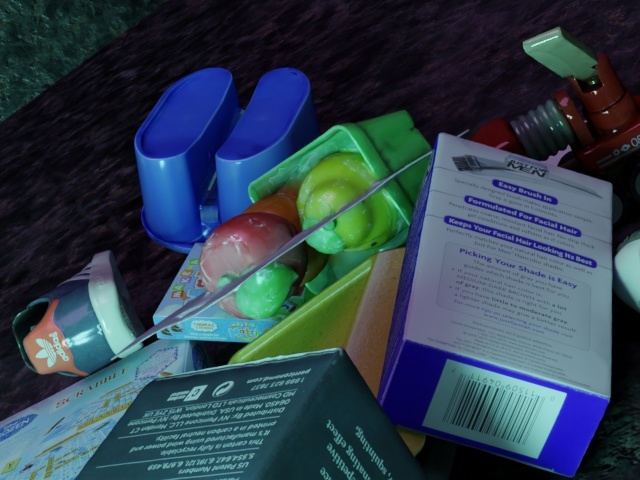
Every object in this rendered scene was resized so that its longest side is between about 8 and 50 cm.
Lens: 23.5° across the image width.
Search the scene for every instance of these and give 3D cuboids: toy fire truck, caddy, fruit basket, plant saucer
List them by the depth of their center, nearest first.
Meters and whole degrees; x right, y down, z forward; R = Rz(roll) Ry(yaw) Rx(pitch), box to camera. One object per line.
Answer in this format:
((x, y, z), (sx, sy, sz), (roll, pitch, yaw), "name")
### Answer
((-0.017, 0.155, 1.523), (0.333, 0.081, 0.333), (-37, 17, 32), "plant saucer")
((0.244, -0.118, 1.634), (0.217, 0.246, 0.158), (-28, 23, 9), "toy fire truck")
((-0.031, 0.014, 1.669), (0.353, 0.165, 0.327), (-42, 7, -34), "fruit basket")
((-0.122, -0.105, 2.179), (0.241, 0.179, 0.341), (3, 34, 16), "caddy")

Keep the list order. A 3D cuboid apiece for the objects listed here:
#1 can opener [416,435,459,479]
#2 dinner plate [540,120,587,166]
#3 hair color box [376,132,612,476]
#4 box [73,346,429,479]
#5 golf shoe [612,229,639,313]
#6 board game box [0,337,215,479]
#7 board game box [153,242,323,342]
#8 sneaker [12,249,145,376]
((0.106, 0.156, 1.516), (0.095, 0.076, 0.283), (-56, 5, 38), "can opener")
((0.277, -0.098, 1.850), (0.141, 0.017, 0.141), (-26, 24, 13), "dinner plate")
((0.168, 0.049, 1.433), (0.185, 0.110, 0.339), (17, 38, -1), "hair color box")
((-0.070, 0.320, 1.087), (0.212, 0.294, 0.395), (-13, 29, 38), "box")
((0.319, 0.069, 1.354), (0.120, 0.105, 0.273), (-43, 24, -8), "golf shoe")
((-0.274, 0.259, 1.760), (0.318, 0.066, 0.318), (-27, 23, 11), "board game box")
((-0.075, 0.062, 1.853), (0.211, 0.039, 0.160), (1, 34, 17), "board game box")
((-0.311, 0.100, 1.958), (0.148, 0.131, 0.350), (-24, 3, -4), "sneaker")
